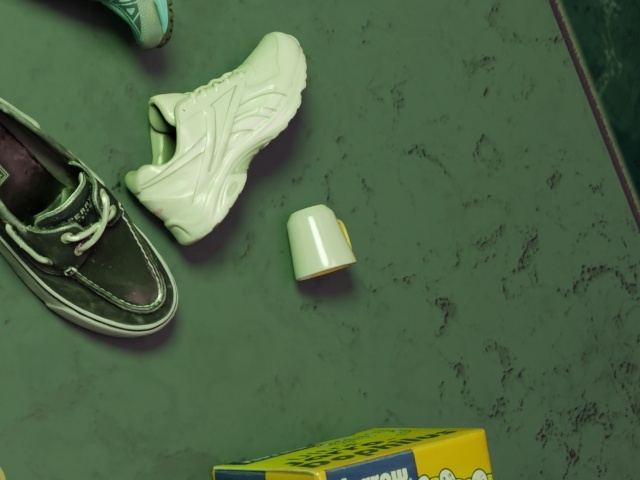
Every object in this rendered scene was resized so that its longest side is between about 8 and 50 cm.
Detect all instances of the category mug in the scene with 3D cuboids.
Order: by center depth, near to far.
[{"bbox_3d":[-0.003,0.001,1.794,0.062,0.078,0.064,-18,86,0],"label":"mug"}]

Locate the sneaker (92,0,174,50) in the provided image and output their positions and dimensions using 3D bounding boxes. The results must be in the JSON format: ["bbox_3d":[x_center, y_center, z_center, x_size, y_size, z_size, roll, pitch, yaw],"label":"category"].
[{"bbox_3d":[-0.239,-0.266,1.656,0.125,0.104,0.262,-39,102,-11],"label":"sneaker"}]

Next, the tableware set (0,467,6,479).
[{"bbox_3d":[-0.315,0.261,1.585,0.168,0.020,0.141,-21,95,-31],"label":"tableware set"}]

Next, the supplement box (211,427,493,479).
[{"bbox_3d":[0.053,0.365,1.704,0.194,0.195,0.357,-10,90,-33],"label":"supplement box"}]

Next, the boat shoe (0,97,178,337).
[{"bbox_3d":[-0.229,-0.025,1.618,0.301,0.102,0.108,47,63,-20],"label":"boat shoe"}]

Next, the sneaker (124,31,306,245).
[{"bbox_3d":[-0.099,-0.116,1.720,0.115,0.090,0.232,38,66,-20],"label":"sneaker"}]
